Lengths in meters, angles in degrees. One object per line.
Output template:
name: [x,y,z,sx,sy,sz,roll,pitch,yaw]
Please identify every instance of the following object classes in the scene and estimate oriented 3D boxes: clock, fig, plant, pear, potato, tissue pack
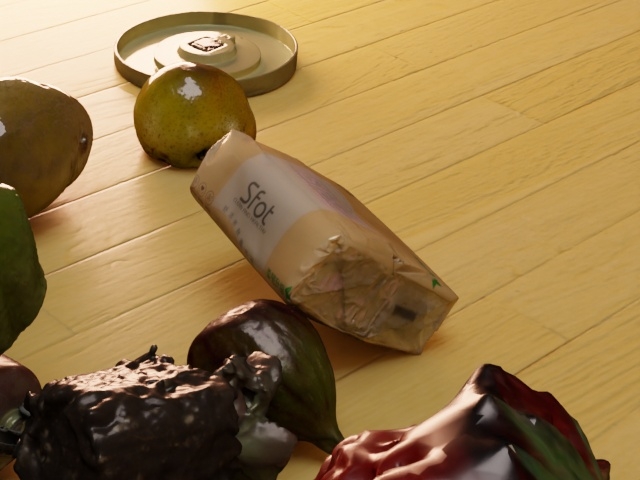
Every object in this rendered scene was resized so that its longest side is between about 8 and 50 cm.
clock: [-0.146,-0.241,1.765,0.235,0.029,0.235,3,31,-2]
fig: [-0.035,0.120,1.121,0.155,0.109,0.103,52,27,18]
plant: [-0.109,0.148,0.994,0.203,0.142,0.131,8,0,-37]
pear: [-0.140,-0.149,1.546,0.141,0.104,0.141,3,35,-2]
potato: [-0.326,-0.089,1.397,0.154,0.137,0.200,-14,19,35]
tissue pack: [0.000,0.000,1.264,0.186,0.090,0.222,26,14,-40]

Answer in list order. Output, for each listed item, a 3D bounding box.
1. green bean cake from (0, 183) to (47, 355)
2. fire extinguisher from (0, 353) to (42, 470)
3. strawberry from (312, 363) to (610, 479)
green bean cake: [-0.345,0.037,1.022,0.222,0.125,0.248,23,51,27]
fire extinguisher: [-0.305,0.114,1.085,0.269,0.105,0.105,24,36,30]
strawberry: [0.055,0.258,0.763,0.292,0.310,0.292,37,25,-20]
